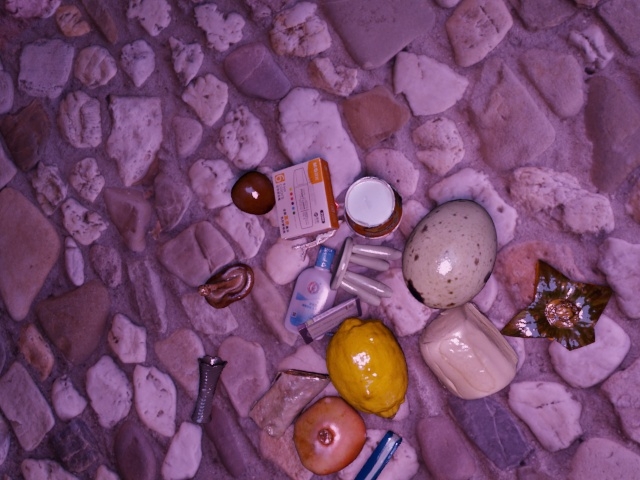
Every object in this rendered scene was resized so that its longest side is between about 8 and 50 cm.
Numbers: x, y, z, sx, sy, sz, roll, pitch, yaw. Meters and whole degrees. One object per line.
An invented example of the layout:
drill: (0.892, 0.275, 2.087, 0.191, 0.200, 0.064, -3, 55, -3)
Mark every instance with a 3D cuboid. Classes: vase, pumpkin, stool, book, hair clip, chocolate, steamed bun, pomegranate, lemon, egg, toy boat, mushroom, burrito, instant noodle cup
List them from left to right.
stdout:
vase: (-0.440, 0.577, 1.580, 0.115, 0.115, 0.238, 12, 91, 12)
mushroom: (-0.371, 0.173, 1.535, 0.226, 0.217, 0.148, -36, 79, 6)
chocolate: (-0.252, -0.173, 1.571, 0.176, 0.176, 0.177, -1, 85, 11)
burrito: (-0.116, 0.575, 1.514, 0.175, 0.107, 0.348, 43, 97, -2)
hair clip: (0.000, 0.000, 1.567, 0.225, 0.034, 0.072, -31, 81, 7)
pomegranate: (0.028, 0.661, 1.390, 0.251, 0.270, 0.229, -31, 72, 0)
book: (0.035, 0.274, 1.409, 0.231, 0.158, 0.026, -27, 57, -7)
stool: (0.149, 0.109, 1.418, 0.198, 0.195, 0.196, 21, 68, -2)
lemon: (0.156, 0.426, 1.386, 0.284, 0.285, 0.317, 6, 93, 12)
instant noodle cup: (0.182, -0.124, 1.465, 0.229, 0.182, 0.231, -1, 84, 12)
toy boat: (0.182, 0.804, 1.438, 0.061, 0.096, 0.299, 34, 95, 23)
egg: (0.424, 0.042, 1.351, 0.287, 0.288, 0.380, 17, 77, 12)
steamed bun: (0.465, 0.386, 1.354, 0.290, 0.273, 0.272, 45, 111, 15)
pumpkin: (0.784, 0.237, 1.357, 0.258, 0.095, 0.291, 25, 87, 16)

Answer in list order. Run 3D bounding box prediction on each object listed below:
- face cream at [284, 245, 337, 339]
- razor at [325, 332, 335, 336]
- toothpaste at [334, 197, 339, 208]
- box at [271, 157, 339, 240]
face cream: (-0.018, 0.189, 1.529, 0.162, 0.080, 0.337, 16, 85, 15)
razor: (0.040, 0.350, 1.534, 0.154, 0.028, 0.044, 7, 87, 12)
toothpaste: (0.017, -0.204, 1.583, 0.048, 0.031, 0.191, -23, 84, 6)
box: (-0.059, -0.151, 1.538, 0.220, 0.091, 0.274, -15, 79, 24)
